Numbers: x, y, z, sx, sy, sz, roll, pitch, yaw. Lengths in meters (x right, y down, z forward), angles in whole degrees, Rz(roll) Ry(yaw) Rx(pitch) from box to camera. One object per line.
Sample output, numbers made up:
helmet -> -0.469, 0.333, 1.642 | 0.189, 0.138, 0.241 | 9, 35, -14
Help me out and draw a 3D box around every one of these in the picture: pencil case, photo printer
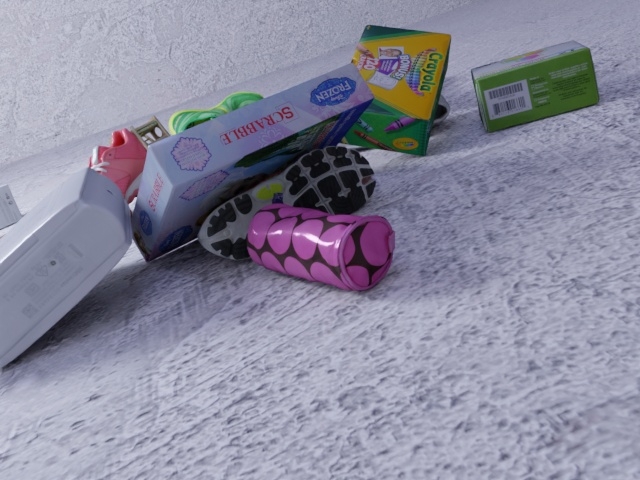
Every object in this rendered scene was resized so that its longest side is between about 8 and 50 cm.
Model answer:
pencil case -> 0.000, 0.000, 0.804 | 0.098, 0.095, 0.209 | -11, 15, -33
photo printer -> -0.383, 0.019, 0.964 | 0.256, 0.107, 0.307 | -44, 22, -2

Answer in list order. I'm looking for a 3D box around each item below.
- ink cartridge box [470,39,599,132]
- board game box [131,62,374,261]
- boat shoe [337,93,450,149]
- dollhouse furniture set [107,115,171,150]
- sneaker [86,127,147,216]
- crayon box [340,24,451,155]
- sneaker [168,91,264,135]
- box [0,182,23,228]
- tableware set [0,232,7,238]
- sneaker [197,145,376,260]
ink cartridge box -> 0.372, -0.293, 1.240 | 0.189, 0.097, 0.255 | -14, 21, 13
board game box -> -0.115, -0.105, 1.010 | 0.318, 0.065, 0.319 | -28, -7, -25
boat shoe -> 0.109, -0.228, 1.299 | 0.277, 0.098, 0.096 | -17, 19, 2
dollhouse furniture set -> -0.569, -0.270, 2.081 | 0.161, 0.101, 0.182 | -35, 6, 40
sneaker -> -0.440, -0.116, 1.383 | 0.116, 0.136, 0.313 | -11, 34, 21
crayon box -> 0.132, -0.276, 1.227 | 0.166, 0.081, 0.278 | 10, 48, 11
sneaker -> -0.293, -0.348, 2.012 | 0.296, 0.109, 0.123 | -22, 43, -14
box -> -0.832, -0.082, 1.739 | 0.102, 0.101, 0.087 | -28, 22, -31
tableware set -> -0.825, 0.010, 1.603 | 0.154, 0.024, 0.104 | -13, 20, 13
sneaker -> -0.053, -0.061, 0.998 | 0.279, 0.107, 0.118 | -23, 11, -19
